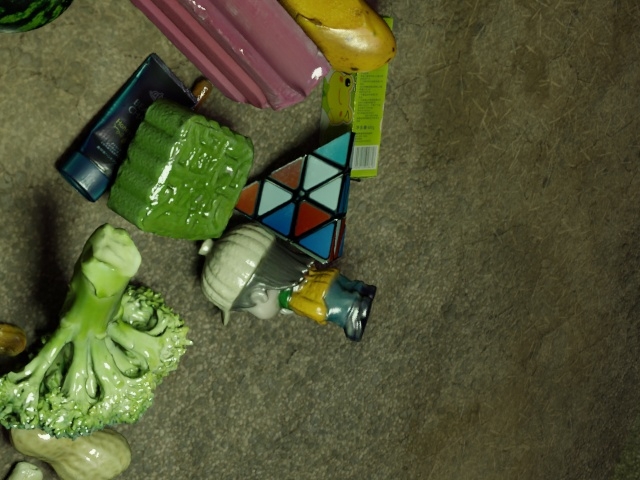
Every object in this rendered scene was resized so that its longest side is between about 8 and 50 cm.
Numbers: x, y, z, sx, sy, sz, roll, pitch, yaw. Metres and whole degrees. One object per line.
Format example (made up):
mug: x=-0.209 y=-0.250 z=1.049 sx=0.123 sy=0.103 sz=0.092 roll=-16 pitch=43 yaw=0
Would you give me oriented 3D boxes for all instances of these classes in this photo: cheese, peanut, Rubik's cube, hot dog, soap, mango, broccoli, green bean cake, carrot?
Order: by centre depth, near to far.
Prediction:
hot dog: x=-0.596 y=0.151 z=1.813 sx=0.215 sy=0.047 sz=0.066 roll=18 pitch=108 yaw=-40
broccoli: x=-0.354 y=0.138 z=1.826 sx=0.275 sy=0.353 sz=0.397 roll=24 pitch=105 yaw=0
soap: x=-0.173 y=-0.373 z=1.835 sx=0.359 sy=0.233 sz=0.128 roll=44 pitch=76 yaw=-39
green bean cake: x=-0.235 y=-0.115 z=1.906 sx=0.248 sy=0.125 sz=0.222 roll=15 pitch=102 yaw=-60
peanut: x=-0.453 y=0.372 z=1.953 sx=0.256 sy=0.123 sz=0.123 roll=34 pitch=84 yaw=-40
cheese: x=-0.570 y=0.489 z=1.955 sx=0.065 sy=0.043 sz=0.194 roll=33 pitch=87 yaw=-35
mango: x=0.006 y=-0.400 z=1.961 sx=0.290 sy=0.191 sz=0.160 roll=33 pitch=78 yaw=0
carrot: x=-0.229 y=-0.251 z=1.965 sx=0.032 sy=0.032 sz=0.093 roll=32 pitch=90 yaw=-40
Rubik's cube: x=0.000 y=0.000 z=2.032 sx=0.284 sy=0.234 sz=0.250 roll=-24 pitch=125 yaw=3

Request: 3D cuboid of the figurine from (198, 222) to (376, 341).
figurine: x=-0.063 y=0.071 z=2.031 sx=0.185 sy=0.332 sz=0.204 roll=-57 pitch=148 yaw=-67

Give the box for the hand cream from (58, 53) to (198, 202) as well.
hand cream: x=-0.337 y=-0.192 z=1.889 sx=0.120 sy=0.061 sz=0.270 roll=47 pitch=70 yaw=-23

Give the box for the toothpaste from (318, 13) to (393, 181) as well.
toothpaste: x=0.065 y=-0.286 z=2.126 sx=0.077 sy=0.110 sz=0.327 roll=-6 pitch=109 yaw=-35

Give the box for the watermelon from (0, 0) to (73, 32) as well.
watermelon: x=-0.469 y=-0.438 z=1.579 sx=0.269 sy=0.269 sz=0.269 roll=-13 pitch=113 yaw=-34
